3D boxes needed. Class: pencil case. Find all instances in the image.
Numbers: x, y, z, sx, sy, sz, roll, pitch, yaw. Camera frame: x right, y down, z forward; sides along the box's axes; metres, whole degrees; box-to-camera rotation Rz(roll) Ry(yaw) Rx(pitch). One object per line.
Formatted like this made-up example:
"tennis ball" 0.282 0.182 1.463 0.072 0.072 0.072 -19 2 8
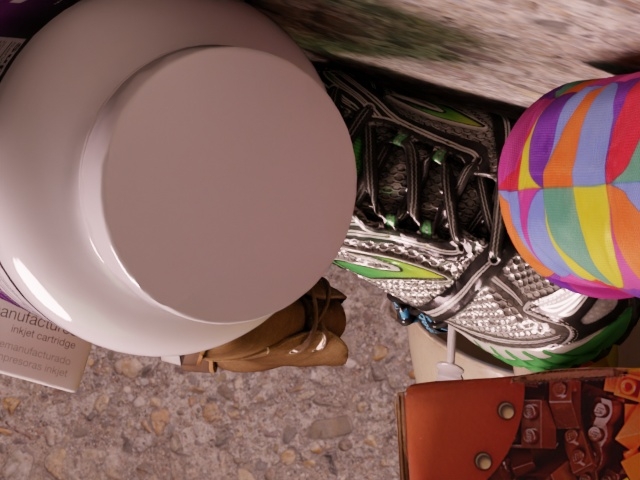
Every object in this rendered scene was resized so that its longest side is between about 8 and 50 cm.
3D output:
"pencil case" 0.138 -0.019 0.723 0.104 0.104 0.236 17 180 -10

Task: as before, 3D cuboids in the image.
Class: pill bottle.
"pill bottle" -0.107 -0.042 1.003 0.181 0.181 0.323 17 179 -27

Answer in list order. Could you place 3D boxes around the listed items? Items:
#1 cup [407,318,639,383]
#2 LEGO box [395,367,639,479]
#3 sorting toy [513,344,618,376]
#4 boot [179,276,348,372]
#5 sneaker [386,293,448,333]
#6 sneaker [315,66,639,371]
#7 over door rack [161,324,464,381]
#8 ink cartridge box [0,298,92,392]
"cup" 0.239 0.166 1.789 0.331 0.237 0.331 1 -157 -1
"LEGO box" 0.301 0.157 1.036 0.373 0.193 0.500 -5 175 22
"sorting toy" 0.171 0.109 1.289 0.047 0.347 0.196 -10 177 17
"boot" -0.035 0.033 1.247 0.115 0.112 0.305 7 172 1
"sneaker" 0.086 0.003 1.541 0.341 0.139 0.125 19 -179 -31
"sneaker" 0.048 -0.020 1.091 0.146 0.134 0.343 20 177 -42
"over door rack" 0.000 0.000 1.413 0.240 0.108 0.324 16 147 9
"ink cartridge box" -0.217 -0.045 1.228 0.171 0.232 0.168 17 177 -23
